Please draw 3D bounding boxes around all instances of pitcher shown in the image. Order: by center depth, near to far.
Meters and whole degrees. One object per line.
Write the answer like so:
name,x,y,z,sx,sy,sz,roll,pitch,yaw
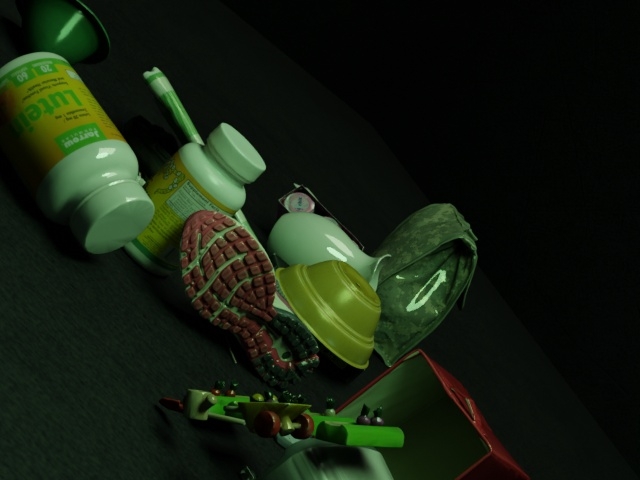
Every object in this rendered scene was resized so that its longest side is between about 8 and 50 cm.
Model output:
pitcher,0.008,0.052,2.108,0.207,0.178,0.125,27,40,18

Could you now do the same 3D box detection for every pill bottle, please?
pill bottle,-0.314,-0.106,1.490,0.246,0.136,0.136,52,13,21
pill bottle,-0.178,-0.059,1.632,0.117,0.208,0.117,44,13,-13

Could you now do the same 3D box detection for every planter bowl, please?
planter bowl,0.033,0.097,1.928,0.217,0.090,0.217,44,13,-13

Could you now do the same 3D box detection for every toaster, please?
toaster,0.013,0.311,1.323,0.227,0.129,0.146,23,29,-56

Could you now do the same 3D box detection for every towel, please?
towel,-0.187,-0.119,1.913,0.325,0.038,0.248,61,-4,-1

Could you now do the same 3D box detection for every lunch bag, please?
lunch bag,0.186,0.067,2.286,0.169,0.287,0.235,44,12,-13

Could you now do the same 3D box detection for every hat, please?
hat,-0.444,-0.281,1.864,0.208,0.184,0.173,-2,-41,48

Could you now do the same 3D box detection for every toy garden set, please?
toy garden set,-0.060,0.182,1.318,0.244,0.049,0.203,5,-6,39

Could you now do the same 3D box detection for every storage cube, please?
storage cube,0.138,0.294,1.619,0.184,0.215,0.193,54,8,33

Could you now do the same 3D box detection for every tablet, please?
tablet,-0.031,-0.107,2.746,0.054,0.006,0.083,51,12,18

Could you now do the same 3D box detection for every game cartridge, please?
game cartridge,-0.036,0.261,1.573,0.083,0.017,0.056,36,13,-40

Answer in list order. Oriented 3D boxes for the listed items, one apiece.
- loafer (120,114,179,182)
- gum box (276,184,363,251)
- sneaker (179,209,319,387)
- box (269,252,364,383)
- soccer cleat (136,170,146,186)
loafer,-0.246,-0.127,1.904,0.096,0.084,0.267,34,18,-40
gum box,0.000,0.000,2.235,0.188,0.062,0.107,46,-25,20
sneaker,-0.112,0.077,1.639,0.299,0.120,0.112,62,-7,-35
box,-0.015,0.128,1.983,0.184,0.045,0.191,44,12,-25
soccer cleat,-0.276,-0.082,1.804,0.035,0.029,0.083,19,26,-48
